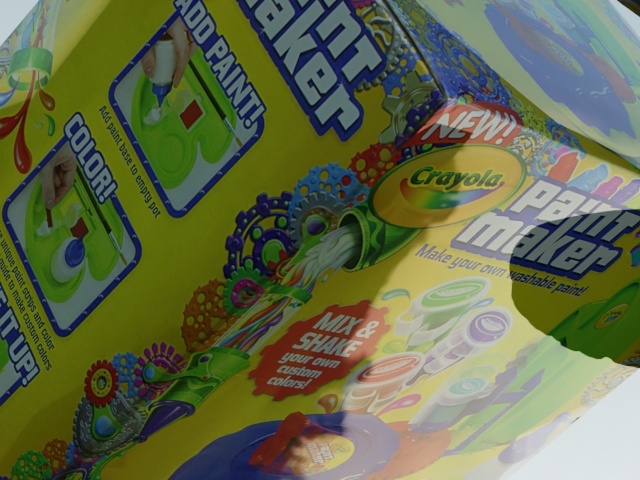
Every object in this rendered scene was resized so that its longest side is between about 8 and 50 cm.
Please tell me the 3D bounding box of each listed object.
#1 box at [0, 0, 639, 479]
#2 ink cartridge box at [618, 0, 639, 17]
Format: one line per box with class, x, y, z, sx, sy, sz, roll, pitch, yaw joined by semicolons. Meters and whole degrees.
box;0.000;0.000;0.710;0.279;0.177;0.290;-45;-33;23
ink cartridge box;0.187;-0.146;0.617;0.212;0.154;0.093;29;-6;-28
